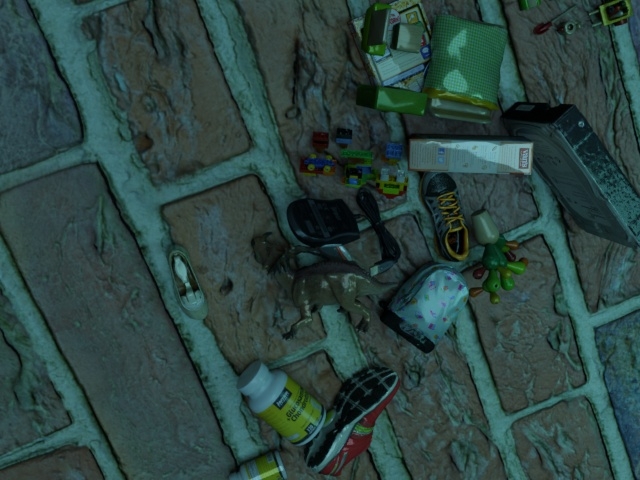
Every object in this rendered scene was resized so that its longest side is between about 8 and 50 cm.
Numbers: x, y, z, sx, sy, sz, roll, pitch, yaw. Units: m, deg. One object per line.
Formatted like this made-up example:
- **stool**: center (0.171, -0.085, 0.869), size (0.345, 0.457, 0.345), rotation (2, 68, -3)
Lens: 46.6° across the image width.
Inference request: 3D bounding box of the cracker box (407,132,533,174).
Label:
- **cracker box**: center (0.290, -0.171, 1.459), size (0.232, 0.156, 0.067), rotation (2, 102, 9)

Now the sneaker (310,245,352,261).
- **sneaker**: center (0.000, 0.000, 1.518), size (0.065, 0.061, 0.158), rotation (-36, 106, 3)

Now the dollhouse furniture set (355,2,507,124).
- **dollhouse furniture set**: center (0.236, -0.331, 1.403), size (0.301, 0.151, 0.198), rotation (5, 101, -15)

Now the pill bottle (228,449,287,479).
- **pill bottle**: center (-0.134, 0.500, 1.587), size (0.116, 0.065, 0.065), rotation (-21, 105, -7)

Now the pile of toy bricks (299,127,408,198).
- **pile of toy bricks**: center (0.069, -0.142, 1.482), size (0.212, 0.105, 0.118), rotation (7, 60, 4)

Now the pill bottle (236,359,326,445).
- **pill bottle**: center (-0.084, 0.334, 1.544), size (0.184, 0.103, 0.103), rotation (44, 90, -17)

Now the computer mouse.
- **computer mouse**: center (0.042, -0.001, 1.448), size (0.262, 0.060, 0.184), rotation (-14, 70, -47)

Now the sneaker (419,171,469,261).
- **sneaker**: center (0.269, -0.053, 1.554), size (0.084, 0.083, 0.215), rotation (-20, 104, -6)

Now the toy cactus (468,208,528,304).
- **toy cactus**: center (0.352, 0.023, 1.542), size (0.112, 0.219, 0.181), rotation (-14, 107, 37)

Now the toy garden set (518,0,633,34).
- **toy garden set**: center (0.530, -0.519, 1.532), size (0.244, 0.049, 0.204), rotation (-21, 105, -8)

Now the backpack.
- **backpack**: center (0.231, 0.134, 1.568), size (0.152, 0.115, 0.182), rotation (37, 89, -14)

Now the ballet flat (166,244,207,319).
- **ballet flat**: center (-0.269, 0.090, 1.478), size (0.057, 0.052, 0.168), rotation (-22, 106, -8)

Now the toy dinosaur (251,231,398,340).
- **toy dinosaur**: center (0.009, 0.077, 1.476), size (0.295, 0.127, 0.201), rotation (-4, 115, 2)

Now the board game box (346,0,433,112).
- **board game box**: center (0.158, -0.374, 1.481), size (0.146, 0.045, 0.194), rotation (-25, 106, -6)

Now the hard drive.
- **hard drive**: center (0.527, -0.134, 1.515), size (0.064, 0.237, 0.339), rotation (-43, 108, -1)

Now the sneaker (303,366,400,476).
- **sneaker**: center (0.080, 0.393, 1.612), size (0.118, 0.107, 0.279), rotation (37, 95, -35)
